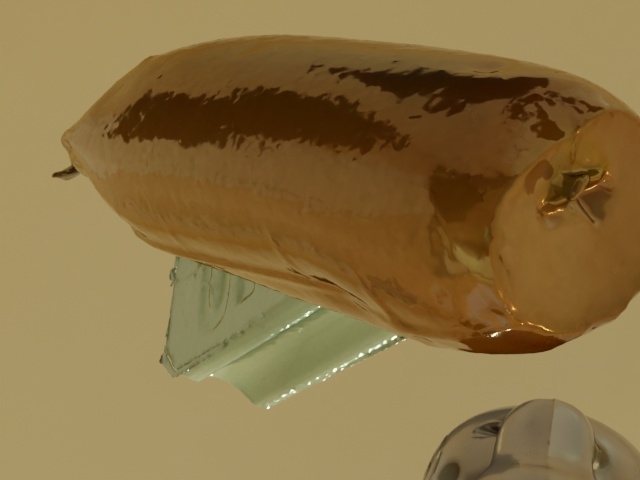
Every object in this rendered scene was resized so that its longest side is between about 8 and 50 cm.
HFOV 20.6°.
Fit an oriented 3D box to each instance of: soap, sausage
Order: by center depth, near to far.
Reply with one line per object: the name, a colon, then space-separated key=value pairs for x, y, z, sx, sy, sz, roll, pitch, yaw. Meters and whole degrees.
sausage: x=-0.011 y=-0.030 z=0.704 sx=0.328 sy=0.112 sz=0.112 roll=13 pitch=-99 yaw=49
soap: x=0.000 y=0.000 z=1.095 sx=0.261 sy=0.094 sz=0.150 roll=-32 pitch=-141 yaw=49

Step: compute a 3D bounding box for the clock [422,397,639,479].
clock: x=0.097 y=0.171 z=0.789 sx=0.189 sy=0.189 sz=0.254 roll=-9 pitch=-151 yaw=23
